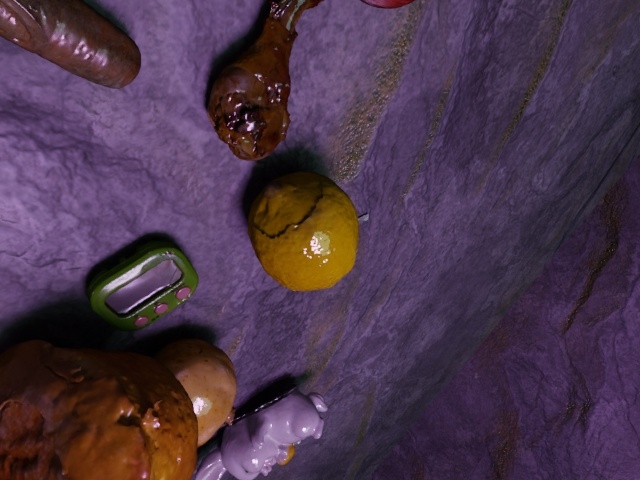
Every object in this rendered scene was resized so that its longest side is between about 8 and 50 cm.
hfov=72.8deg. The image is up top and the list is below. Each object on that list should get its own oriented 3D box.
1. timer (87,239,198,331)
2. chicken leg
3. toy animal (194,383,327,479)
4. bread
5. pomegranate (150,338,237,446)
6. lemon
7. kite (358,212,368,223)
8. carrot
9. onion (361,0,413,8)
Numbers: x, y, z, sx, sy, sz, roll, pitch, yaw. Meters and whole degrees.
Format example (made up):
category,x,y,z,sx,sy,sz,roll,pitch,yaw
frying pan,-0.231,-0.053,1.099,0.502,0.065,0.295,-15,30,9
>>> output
category,x,y,z,sx,sy,sz,roll,pitch,yaw
timer,-0.253,0.065,0.631,0.140,0.047,0.128,-35,144,-15
chicken leg,-0.062,-0.219,0.532,0.107,0.087,0.251,-6,124,-65
toy animal,-0.144,0.478,1.055,0.325,0.154,0.208,-30,168,12
bread,-0.319,0.317,0.558,0.204,0.337,0.358,19,89,-61
pomegranate,-0.224,0.266,0.743,0.196,0.196,0.196,-27,140,-25
lemon,-0.024,-0.011,0.677,0.181,0.180,0.193,-18,119,-33
kite,-0.001,-0.001,0.851,0.250,0.012,0.229,-30,142,-23
carrot,-0.287,-0.218,0.313,0.070,0.070,0.342,-52,142,8
onion,0.055,-0.347,0.463,0.195,0.159,0.159,10,118,-31
